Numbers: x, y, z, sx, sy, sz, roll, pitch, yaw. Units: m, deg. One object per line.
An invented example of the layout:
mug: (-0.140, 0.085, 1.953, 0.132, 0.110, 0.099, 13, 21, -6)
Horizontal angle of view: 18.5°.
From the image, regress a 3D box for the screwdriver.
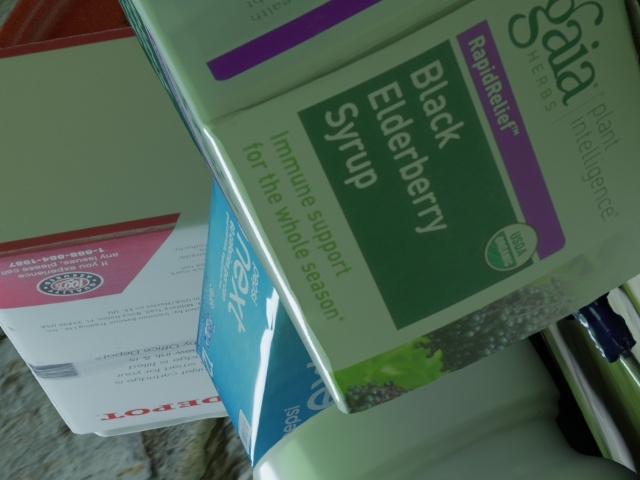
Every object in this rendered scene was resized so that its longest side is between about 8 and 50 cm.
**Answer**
screwdriver: (0.098, 0.047, 0.594, 0.170, 0.024, 0.025, 60, 148, 22)

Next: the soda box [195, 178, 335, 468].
soda box: (0.000, 0.000, 0.785, 0.210, 0.071, 0.067, 101, 147, -51)

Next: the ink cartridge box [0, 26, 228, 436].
ink cartridge box: (-0.069, -0.002, 1.065, 0.283, 0.207, 0.117, 78, -178, -67)

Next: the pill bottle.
pill bottle: (0.086, 0.177, 0.756, 0.264, 0.153, 0.153, 62, 178, 14)

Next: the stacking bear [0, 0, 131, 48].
stacking bear: (-0.058, -0.070, 1.275, 0.175, 0.164, 0.289, 8, 157, 31)

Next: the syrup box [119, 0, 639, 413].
syrup box: (-0.006, -0.076, 0.495, 0.093, 0.096, 0.237, 64, 179, -41)

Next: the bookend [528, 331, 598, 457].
bookend: (0.085, 0.101, 0.954, 0.156, 0.072, 0.157, 64, 179, -15)
